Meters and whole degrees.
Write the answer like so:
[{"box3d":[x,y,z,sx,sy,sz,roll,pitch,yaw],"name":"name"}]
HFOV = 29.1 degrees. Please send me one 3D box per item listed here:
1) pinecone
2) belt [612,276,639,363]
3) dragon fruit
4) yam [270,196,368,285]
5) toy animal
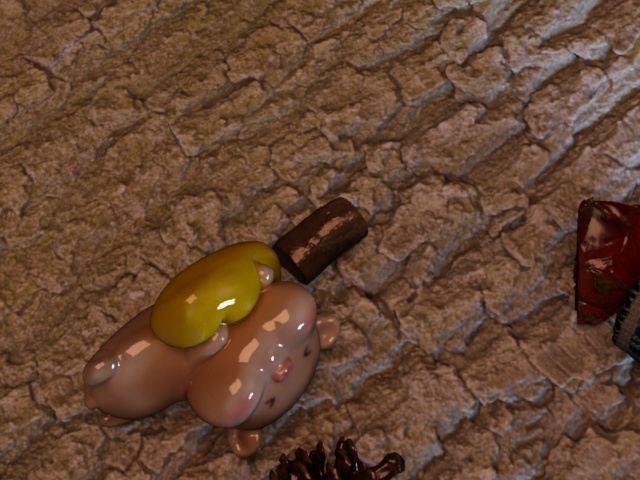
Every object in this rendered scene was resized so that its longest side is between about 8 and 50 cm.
[{"box3d":[0.015,0.346,1.607,0.212,0.169,0.186,-35,80,-27],"name":"pinecone"},{"box3d":[0.530,0.075,1.646,0.160,0.207,0.295,35,51,26],"name":"belt"},{"box3d":[0.413,0.033,1.721,0.120,0.127,0.161,4,69,14],"name":"dragon fruit"},{"box3d":[-0.001,0.001,1.788,0.127,0.084,0.084,-38,71,-14],"name":"yam"},{"box3d":[-0.135,0.165,1.647,0.345,0.277,0.247,-38,85,-13],"name":"toy animal"}]
